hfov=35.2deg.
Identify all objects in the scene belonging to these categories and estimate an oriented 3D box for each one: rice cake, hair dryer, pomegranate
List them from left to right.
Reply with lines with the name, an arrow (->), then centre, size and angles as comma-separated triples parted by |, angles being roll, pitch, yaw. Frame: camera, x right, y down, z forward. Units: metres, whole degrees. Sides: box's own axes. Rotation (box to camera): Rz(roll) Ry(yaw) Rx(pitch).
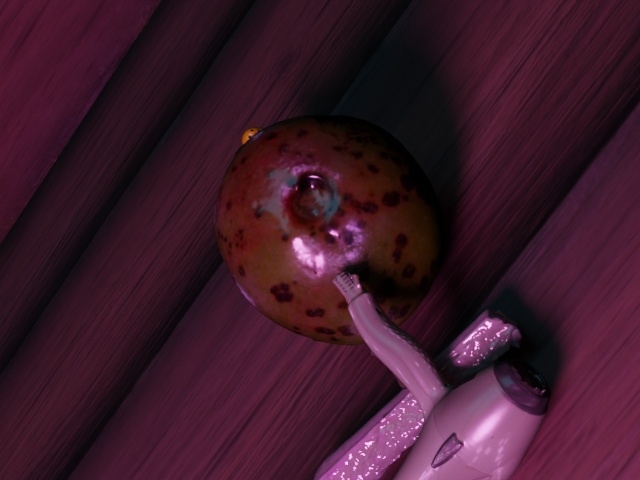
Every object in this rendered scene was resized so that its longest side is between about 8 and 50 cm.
pomegranate -> 0.009, 0.013, 1.070 | 0.306, 0.242, 0.242 | 91, -176, -55
hair dryer -> 0.071, 0.167, 0.892 | 0.225, 0.088, 0.219 | 28, 109, 30
rice cake -> 0.088, 0.160, 0.947 | 0.270, 0.049, 0.055 | -47, -12, 23

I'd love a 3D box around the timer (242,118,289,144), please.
timer -> -0.043, -0.107, 1.311 | 0.109, 0.107, 0.107 | 11, 67, 13
